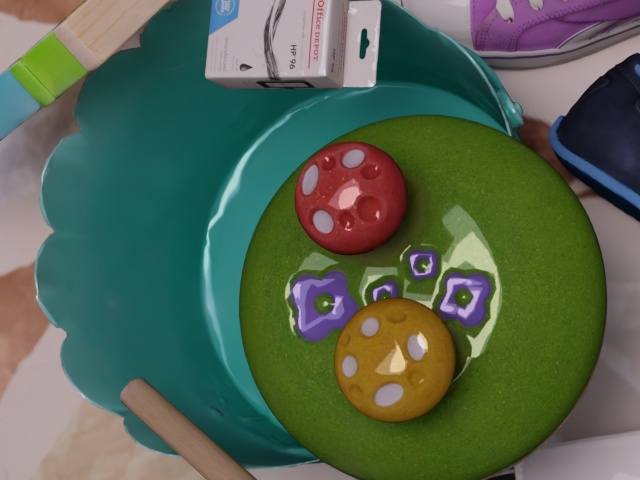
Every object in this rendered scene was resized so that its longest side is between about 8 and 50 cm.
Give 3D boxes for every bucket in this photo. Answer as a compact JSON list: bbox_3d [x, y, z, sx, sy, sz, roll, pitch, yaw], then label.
[{"bbox_3d":[0.000,0.000,0.926,0.281,0.183,0.281,-3,80,20],"label":"bucket"}]

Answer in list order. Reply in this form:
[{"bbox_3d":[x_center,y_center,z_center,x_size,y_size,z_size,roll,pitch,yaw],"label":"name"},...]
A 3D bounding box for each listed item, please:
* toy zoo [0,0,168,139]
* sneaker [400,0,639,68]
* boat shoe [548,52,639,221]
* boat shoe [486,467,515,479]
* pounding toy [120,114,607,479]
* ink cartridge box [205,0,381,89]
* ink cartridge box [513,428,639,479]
[{"bbox_3d":[-0.142,-0.119,0.962,0.030,0.293,0.192,48,56,-12],"label":"toy zoo"},{"bbox_3d":[0.162,-0.170,0.904,0.282,0.161,0.102,-7,81,21],"label":"sneaker"},{"bbox_3d":[0.242,-0.018,0.880,0.258,0.109,0.089,37,92,19],"label":"boat shoe"},{"bbox_3d":[0.051,0.199,0.935,0.219,0.070,0.078,-36,71,12],"label":"boat shoe"},{"bbox_3d":[0.015,0.042,0.756,0.183,0.110,0.237,44,97,21],"label":"pounding toy"},{"bbox_3d":[-0.014,-0.103,0.833,0.083,0.028,0.048,1,82,20],"label":"ink cartridge box"},{"bbox_3d":[0.246,0.233,0.819,0.261,0.066,0.296,-10,70,10],"label":"ink cartridge box"}]
